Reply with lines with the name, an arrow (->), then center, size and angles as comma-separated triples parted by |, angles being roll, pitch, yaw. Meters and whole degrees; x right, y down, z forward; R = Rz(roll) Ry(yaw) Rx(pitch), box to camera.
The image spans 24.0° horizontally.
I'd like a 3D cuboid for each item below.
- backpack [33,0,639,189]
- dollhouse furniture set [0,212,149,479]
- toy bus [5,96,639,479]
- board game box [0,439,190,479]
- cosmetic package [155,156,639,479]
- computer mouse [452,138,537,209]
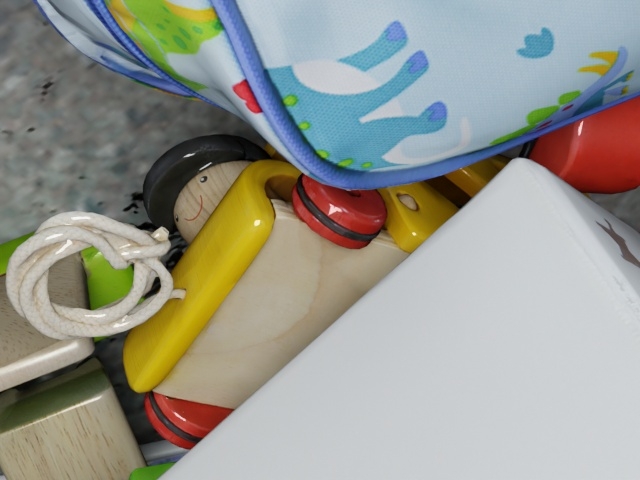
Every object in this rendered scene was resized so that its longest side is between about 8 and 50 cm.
backpack -> 0.069, -0.172, 0.369 | 0.356, 0.273, 0.290 | -11, 146, 6
dollhouse furniture set -> -0.109, 0.171, 0.571 | 0.198, 0.151, 0.301 | -21, 110, -3
toy bus -> 0.007, 0.007, 0.493 | 0.191, 0.104, 0.202 | -20, 136, -6
board game box -> 0.018, 0.262, 0.752 | 0.390, 0.050, 0.389 | -11, 116, -7
cosmetic package -> 0.009, 0.180, 0.468 | 0.385, 0.156, 0.217 | -42, 139, 19
computer mouse -> 0.073, 0.025, 0.630 | 0.184, 0.060, 0.262 | 18, 99, -29
